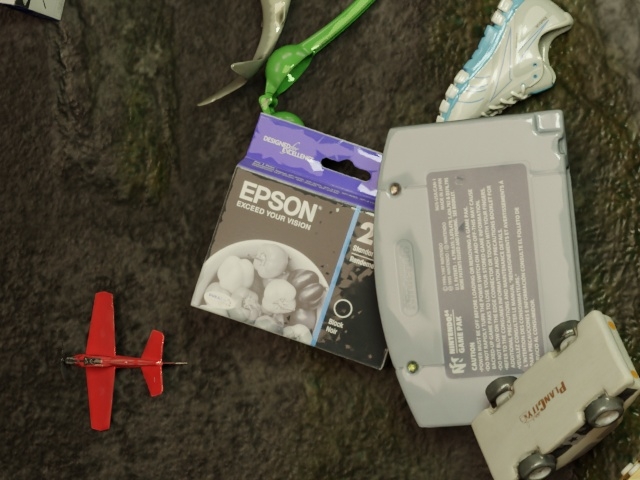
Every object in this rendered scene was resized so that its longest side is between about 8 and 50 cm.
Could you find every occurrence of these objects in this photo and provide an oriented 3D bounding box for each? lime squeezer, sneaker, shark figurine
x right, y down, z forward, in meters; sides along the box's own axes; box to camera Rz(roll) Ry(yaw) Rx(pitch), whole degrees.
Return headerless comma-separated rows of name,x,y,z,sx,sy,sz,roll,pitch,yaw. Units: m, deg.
lime squeezer,-0.011,-0.131,1.958,0.110,0.059,0.310,12,89,-7
sneaker,0.181,-0.155,1.861,0.083,0.071,0.191,32,98,17
shark figurine,-0.081,-0.290,1.986,0.116,0.166,0.278,2,105,48

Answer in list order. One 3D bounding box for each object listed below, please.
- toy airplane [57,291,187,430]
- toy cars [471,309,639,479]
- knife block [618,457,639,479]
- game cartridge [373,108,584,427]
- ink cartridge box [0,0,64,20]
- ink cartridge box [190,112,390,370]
toy airplane,-0.215,0.131,2.025,0.151,0.028,0.151,-1,87,23
toy cars,0.207,0.252,1.755,0.176,0.087,0.394,19,96,51
knife block,0.431,0.210,1.672,0.275,0.088,0.242,-45,82,-1
game cartridge,0.150,0.029,1.830,0.196,0.060,0.294,-5,93,10
ink cartridge box,-0.301,-0.349,2.066,0.046,0.097,0.207,13,90,24
ink cartridge box,0.000,0.000,1.904,0.206,0.045,0.208,18,92,4
